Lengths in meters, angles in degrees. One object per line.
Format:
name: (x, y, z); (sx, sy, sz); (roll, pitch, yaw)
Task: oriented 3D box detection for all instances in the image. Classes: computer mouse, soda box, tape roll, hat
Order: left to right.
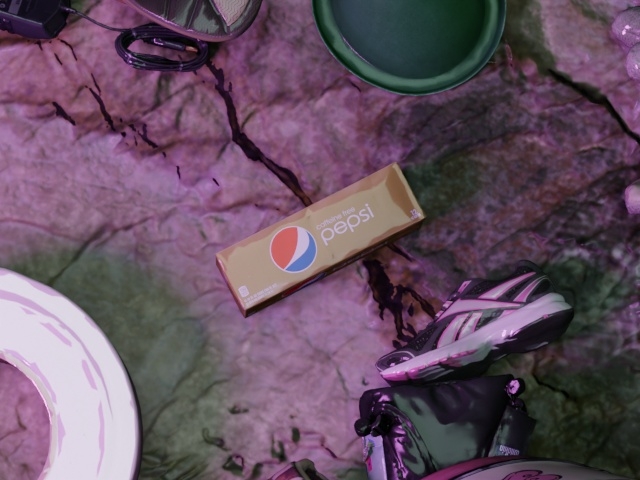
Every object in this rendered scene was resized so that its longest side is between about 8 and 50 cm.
tape roll: (-0.293, 0.166, 1.523); (0.286, 0.100, 0.286); (0, 81, -2)
computer mouse: (-0.218, -0.197, 1.619); (0.242, 0.041, 0.071); (19, 60, -5)
soda box: (0.000, 0.000, 1.582); (0.181, 0.061, 0.058); (-28, 83, -7)
hat: (0.075, -0.240, 1.562); (0.208, 0.183, 0.173); (37, 81, 3)

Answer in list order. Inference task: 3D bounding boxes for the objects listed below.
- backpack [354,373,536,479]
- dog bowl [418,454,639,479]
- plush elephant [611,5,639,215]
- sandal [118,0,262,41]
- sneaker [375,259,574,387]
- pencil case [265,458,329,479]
backpack: (0.109, 0.210, 1.527); (0.152, 0.115, 0.182); (-7, 84, -2)
dog bowl: (0.150, 0.350, 1.411); (0.408, 0.150, 0.408); (-10, 112, -26)
plush elephant: (0.350, -0.144, 1.520); (0.330, 0.272, 0.255); (47, 54, -19)
sandal: (-0.169, -0.266, 1.593); (0.302, 0.086, 0.120); (29, 82, 24)
sneaker: (0.129, 0.076, 1.585); (0.178, 0.072, 0.077); (-22, 60, -5)
pencil case: (-0.116, 0.363, 1.468); (0.410, 0.160, 0.183); (-36, 59, -8)
